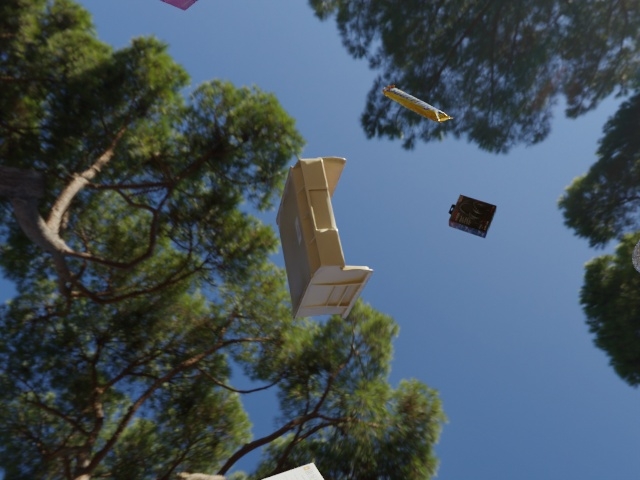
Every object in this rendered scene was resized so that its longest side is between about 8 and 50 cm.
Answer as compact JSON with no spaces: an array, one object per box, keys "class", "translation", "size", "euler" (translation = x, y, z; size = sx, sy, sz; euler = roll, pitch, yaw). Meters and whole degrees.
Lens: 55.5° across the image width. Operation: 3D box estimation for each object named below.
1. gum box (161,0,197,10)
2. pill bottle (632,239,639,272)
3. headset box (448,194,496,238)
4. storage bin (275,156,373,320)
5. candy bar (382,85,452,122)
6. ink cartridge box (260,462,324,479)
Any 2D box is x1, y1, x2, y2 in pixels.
[{"class":"gum box","translation":[-0.216,-0.483,1.038],"size":[0.188,0.107,0.062],"euler":[-24,-102,31]},{"class":"pill bottle","translation":[0.660,0.069,1.055],"size":[0.221,0.121,0.121],"euler":[32,-101,-15]},{"class":"headset box","translation":[0.293,-0.049,1.187],"size":[0.083,0.032,0.062],"euler":[22,-107,20]},{"class":"storage bin","translation":[0.000,0.000,1.278],"size":[0.123,0.260,0.262],"euler":[-3,-118,-15]},{"class":"candy bar","translation":[0.194,-0.277,1.241],"size":[0.161,0.018,0.040],"euler":[36,-134,27]},{"class":"ink cartridge box","translation":[-0.071,0.470,1.017],"size":[0.208,0.206,0.045],"euler":[-11,-75,-19]}]
